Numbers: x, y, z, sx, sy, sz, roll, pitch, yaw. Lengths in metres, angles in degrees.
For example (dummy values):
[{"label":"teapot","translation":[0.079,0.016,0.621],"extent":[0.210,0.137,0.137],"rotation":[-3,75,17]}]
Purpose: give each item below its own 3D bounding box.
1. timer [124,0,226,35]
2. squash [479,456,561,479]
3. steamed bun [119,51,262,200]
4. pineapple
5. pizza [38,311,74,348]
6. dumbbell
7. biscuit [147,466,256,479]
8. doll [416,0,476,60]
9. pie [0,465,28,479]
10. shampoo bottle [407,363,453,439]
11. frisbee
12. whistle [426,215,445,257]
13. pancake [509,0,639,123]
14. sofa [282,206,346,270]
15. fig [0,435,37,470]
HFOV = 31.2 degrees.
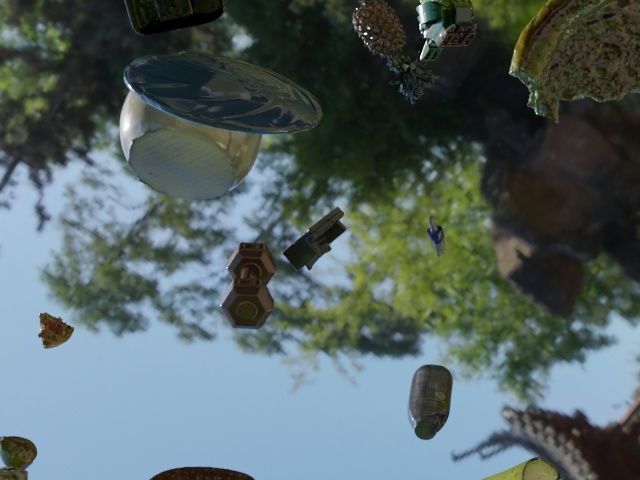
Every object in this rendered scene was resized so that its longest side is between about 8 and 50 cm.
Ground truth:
[{"label":"timer","translation":[-0.219,-0.389,1.628],"extent":[0.055,0.144,0.187],"rotation":[-95,-7,-60]},{"label":"squash","translation":[0.313,0.509,2.148],"extent":[0.137,0.287,0.137],"rotation":[26,-131,-34]},{"label":"steamed bun","translation":[-0.252,-0.256,2.332],"extent":[0.309,0.309,0.309],"rotation":[33,-166,-9]},{"label":"pineapple","translation":[0.135,-0.363,2.145],"extent":[0.221,0.083,0.103],"rotation":[55,-163,-7]},{"label":"pizza","translation":[-0.536,0.174,2.295],"extent":[0.078,0.025,0.083],"rotation":[51,-135,-1]},{"label":"dumbbell","translation":[-0.124,0.077,2.011],"extent":[0.092,0.082,0.231],"rotation":[2,-159,-1]},{"label":"biscuit","translation":[-0.178,0.526,1.838],"extent":[0.359,0.074,0.381],"rotation":[9,-138,-19]},{"label":"doll","translation":[0.242,-0.466,2.297],"extent":[0.106,0.186,0.134],"rotation":[-9,179,-32]},{"label":"pie","translation":[-0.568,0.338,1.533],"extent":[0.337,0.337,0.075],"rotation":[34,166,-4]},{"label":"shampoo bottle","translation":[0.223,0.327,2.336],"extent":[0.087,0.049,0.233],"rotation":[3,-157,8]},{"label":"frisbee","translation":[-0.134,-0.226,1.636],"extent":[0.289,0.049,0.289],"rotation":[12,-156,-5]},{"label":"whistle","translation":[0.204,-0.007,2.029],"extent":[0.033,0.029,0.083],"rotation":[-66,-37,-45]},{"label":"pancake","translation":[0.596,-0.418,2.381],"extent":[0.067,0.427,0.305],"rotation":[-131,30,-83]},{"label":"sofa","translation":[0.000,0.000,2.169],"extent":[0.060,0.085,0.147],"rotation":[49,-150,1]},{"label":"fig","translation":[-0.640,0.443,2.410],"extent":[0.088,0.074,0.074],"rotation":[41,-168,-14]}]
